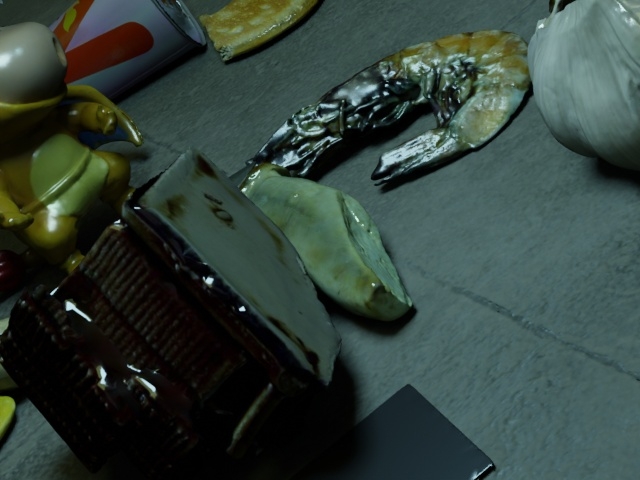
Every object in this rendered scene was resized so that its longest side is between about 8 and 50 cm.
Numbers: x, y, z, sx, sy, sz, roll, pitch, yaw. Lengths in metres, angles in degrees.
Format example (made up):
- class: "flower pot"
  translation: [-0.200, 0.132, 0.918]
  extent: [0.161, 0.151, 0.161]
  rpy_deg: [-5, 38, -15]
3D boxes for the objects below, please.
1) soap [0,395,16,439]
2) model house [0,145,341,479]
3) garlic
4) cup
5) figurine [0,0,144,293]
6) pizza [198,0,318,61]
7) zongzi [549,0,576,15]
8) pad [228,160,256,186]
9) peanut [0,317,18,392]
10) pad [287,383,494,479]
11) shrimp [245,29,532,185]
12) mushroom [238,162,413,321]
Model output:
- class: "soap"
  translation: [-0.400, 0.240, 1.599]
  extent: [0.089, 0.033, 0.168]
  rpy_deg: [-19, 33, 32]
- class: "model house"
  translation: [-0.150, 0.110, 1.391]
  extent: [0.282, 0.317, 0.297]
  rpy_deg: [-49, -12, 16]
- class: "garlic"
  translation: [0.283, -0.143, 1.342]
  extent: [0.229, 0.178, 0.142]
  rpy_deg: [1, 65, 62]
- class: "cup"
  translation: [-0.352, -0.302, 2.241]
  extent: [0.288, 0.203, 0.203]
  rpy_deg: [-37, 27, 11]
- class: "figurine"
  translation: [-0.425, -0.110, 1.810]
  extent: [0.401, 0.387, 0.268]
  rpy_deg: [-48, 16, -17]
- class: "pizza"
  translation: [-0.112, -0.341, 2.188]
  extent: [0.181, 0.034, 0.262]
  rpy_deg: [-45, 30, -19]
- class: "zongzi"
  translation: [0.474, -0.439, 1.617]
  extent: [0.403, 0.208, 0.432]
  rpy_deg: [3, 65, 33]
- class: "pad"
  translation: [-0.147, -0.084, 1.724]
  extent: [0.250, 0.055, 0.323]
  rpy_deg: [-27, 41, 57]
- class: "peanut"
  translation: [-0.349, 0.125, 1.669]
  extent: [0.228, 0.085, 0.104]
  rpy_deg: [-25, 22, 10]
- class: "pad"
  translation: [0.016, 0.230, 1.205]
  extent: [0.245, 0.006, 0.170]
  rpy_deg: [-38, 27, -7]
- class: "shrimp"
  translation: [0.084, -0.137, 1.645]
  extent: [0.365, 0.071, 0.233]
  rpy_deg: [-27, 34, 3]
- class: "mushroom"
  translation: [0.002, -0.003, 1.497]
  extent: [0.107, 0.087, 0.333]
  rpy_deg: [-56, 33, -4]
